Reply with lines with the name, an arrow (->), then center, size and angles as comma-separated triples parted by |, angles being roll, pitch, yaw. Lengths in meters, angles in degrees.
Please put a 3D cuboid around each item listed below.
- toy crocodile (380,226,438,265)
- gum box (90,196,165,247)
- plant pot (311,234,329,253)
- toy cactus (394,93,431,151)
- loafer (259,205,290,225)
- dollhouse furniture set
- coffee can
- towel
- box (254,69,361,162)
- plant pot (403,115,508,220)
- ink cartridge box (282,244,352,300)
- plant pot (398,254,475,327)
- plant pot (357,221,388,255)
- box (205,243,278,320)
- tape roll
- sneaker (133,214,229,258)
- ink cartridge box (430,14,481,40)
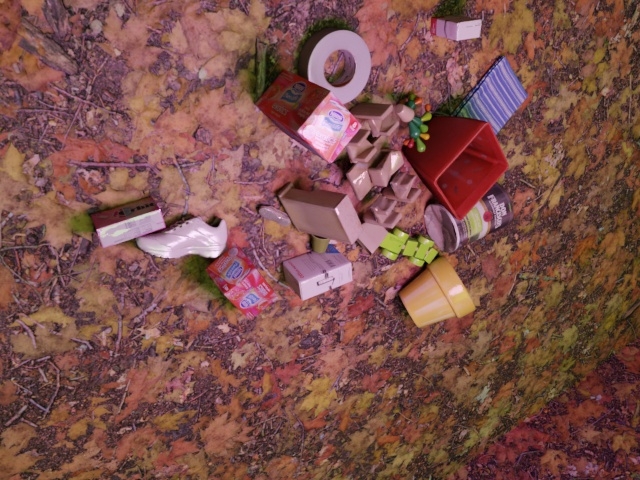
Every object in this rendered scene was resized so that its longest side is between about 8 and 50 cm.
toy crocodile -> 0.324, 0.016, 2.166 | 0.340, 0.105, 0.115 | 15, 107, -31
gum box -> -0.538, -0.057, 1.590 | 0.188, 0.107, 0.062 | -20, 124, -21
plant pot -> 0.000, 0.000, 1.974 | 0.083, 0.083, 0.079 | -12, 134, -25
toy cactus -> 0.296, -0.403, 1.865 | 0.180, 0.112, 0.219 | 20, 69, -51
loafer -> -0.152, -0.088, 1.858 | 0.125, 0.039, 0.045 | 28, 132, -35
dollhouse furniture set -> 0.094, -0.197, 1.873 | 0.394, 0.256, 0.362 | -50, 133, -26
coffee can -> 0.572, -0.094, 2.182 | 0.275, 0.201, 0.202 | -23, 125, -18
towel -> 0.629, -0.486, 2.108 | 0.336, 0.040, 0.243 | -51, 130, 2
box -> -0.041, -0.358, 1.604 | 0.142, 0.300, 0.154 | -49, 129, 1
plant pot -> 0.453, -0.280, 1.975 | 0.267, 0.235, 0.267 | -48, 137, -1
ink cartridge box -> -0.012, 0.109, 1.973 | 0.203, 0.148, 0.086 | -20, 126, -20
plant pot -> 0.459, 0.226, 2.275 | 0.238, 0.254, 0.254 | -31, 129, 7
plant pot -> 0.181, -0.020, 2.016 | 0.096, 0.109, 0.109 | -42, 84, -2
box -> -0.247, 0.140, 1.810 | 0.128, 0.123, 0.257 | -38, 152, -7
tape roll -> 0.043, -0.528, 1.710 | 0.219, 0.072, 0.219 | -14, 121, -24
sneaker -> -0.417, -0.014, 1.706 | 0.297, 0.111, 0.130 | -3, 105, -37
ink cartridge box -> 0.436, -0.689, 1.819 | 0.099, 0.135, 0.056 | -16, 123, -23
